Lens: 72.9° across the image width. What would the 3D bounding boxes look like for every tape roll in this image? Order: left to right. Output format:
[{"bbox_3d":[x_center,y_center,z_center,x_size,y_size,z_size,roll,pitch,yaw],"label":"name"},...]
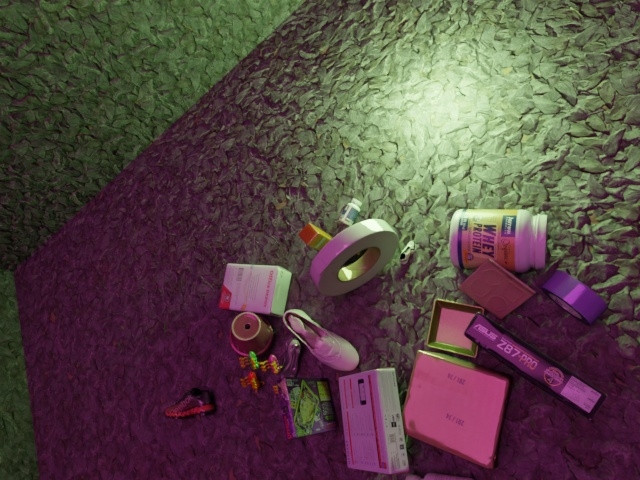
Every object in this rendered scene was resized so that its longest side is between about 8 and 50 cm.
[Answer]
[{"bbox_3d":[0.137,0.075,1.736,0.392,0.392,0.072,-41,59,10],"label":"tape roll"},{"bbox_3d":[0.842,0.190,1.443,0.080,0.189,0.189,-49,59,6],"label":"tape roll"}]

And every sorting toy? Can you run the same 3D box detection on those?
[{"bbox_3d":[0.627,0.173,1.552,0.193,0.208,0.038,38,49,8],"label":"sorting toy"}]

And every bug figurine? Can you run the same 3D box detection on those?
[{"bbox_3d":[-0.234,0.586,1.885,0.278,0.072,0.217,-1,112,33],"label":"bug figurine"}]

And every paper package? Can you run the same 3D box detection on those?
[{"bbox_3d":[0.479,0.576,1.520,0.324,0.168,0.310,11,78,31],"label":"paper package"}]

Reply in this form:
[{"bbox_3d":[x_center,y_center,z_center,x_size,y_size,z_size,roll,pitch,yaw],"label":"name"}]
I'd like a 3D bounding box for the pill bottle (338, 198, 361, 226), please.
[{"bbox_3d":[0.140,-0.129,1.990,0.067,0.067,0.120,30,89,32],"label":"pill bottle"}]

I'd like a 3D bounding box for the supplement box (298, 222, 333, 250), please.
[{"bbox_3d":[0.000,0.000,1.923,0.080,0.233,0.078,-48,59,10],"label":"supplement box"}]

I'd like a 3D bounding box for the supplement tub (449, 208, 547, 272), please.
[{"bbox_3d":[0.650,0.000,1.585,0.315,0.228,0.229,2,75,28],"label":"supplement tub"}]

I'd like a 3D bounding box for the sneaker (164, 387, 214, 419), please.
[{"bbox_3d":[-0.630,0.782,2.076,0.275,0.097,0.135,-18,67,20],"label":"sneaker"}]

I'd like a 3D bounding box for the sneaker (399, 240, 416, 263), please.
[{"bbox_3d":[0.367,0.048,1.826,0.040,0.043,0.109,25,84,34],"label":"sneaker"}]

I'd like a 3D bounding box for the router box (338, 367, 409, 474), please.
[{"bbox_3d":[0.184,0.659,1.599,0.301,0.082,0.336,139,130,-57],"label":"router box"}]

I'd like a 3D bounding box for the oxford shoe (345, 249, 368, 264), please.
[{"bbox_3d":[0.146,0.039,1.936,0.227,0.083,0.096,-26,45,17],"label":"oxford shoe"}]

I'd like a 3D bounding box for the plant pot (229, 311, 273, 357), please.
[{"bbox_3d":[-0.320,0.412,1.947,0.201,0.180,0.202,-1,60,1],"label":"plant pot"}]

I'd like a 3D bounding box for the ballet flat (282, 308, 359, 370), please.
[{"bbox_3d":[-0.018,0.424,1.854,0.400,0.139,0.139,32,90,32],"label":"ballet flat"}]

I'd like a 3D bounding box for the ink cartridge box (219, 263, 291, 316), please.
[{"bbox_3d":[-0.314,0.237,2.071,0.305,0.131,0.226,3,74,27],"label":"ink cartridge box"}]

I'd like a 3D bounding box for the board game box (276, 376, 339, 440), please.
[{"bbox_3d":[-0.043,0.637,1.668,0.056,0.346,0.208,-27,62,19],"label":"board game box"}]

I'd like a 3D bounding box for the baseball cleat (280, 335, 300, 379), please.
[{"bbox_3d":[-0.133,0.526,1.924,0.109,0.072,0.206,-132,59,-69],"label":"baseball cleat"}]

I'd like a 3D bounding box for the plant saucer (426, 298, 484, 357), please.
[{"bbox_3d":[0.515,0.333,1.652,0.188,0.045,0.188,8,77,29],"label":"plant saucer"}]

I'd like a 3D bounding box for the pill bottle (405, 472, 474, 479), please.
[{"bbox_3d":[0.410,0.870,1.479,0.229,0.131,0.131,-7,71,26],"label":"pill bottle"}]

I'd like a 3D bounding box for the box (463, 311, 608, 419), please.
[{"bbox_3d":[0.653,0.385,1.376,0.394,0.318,0.097,34,88,25],"label":"box"}]
